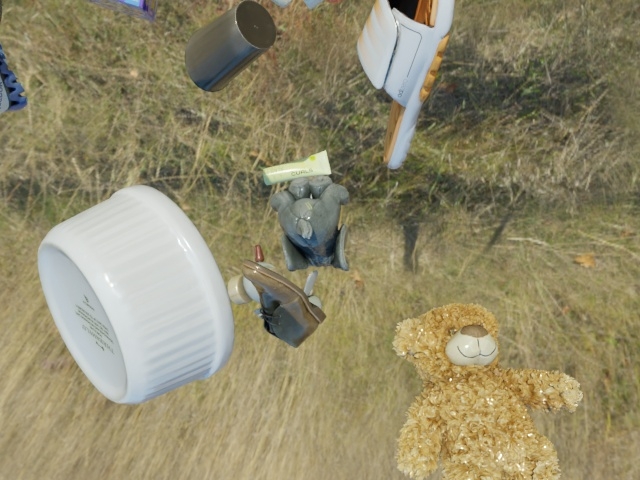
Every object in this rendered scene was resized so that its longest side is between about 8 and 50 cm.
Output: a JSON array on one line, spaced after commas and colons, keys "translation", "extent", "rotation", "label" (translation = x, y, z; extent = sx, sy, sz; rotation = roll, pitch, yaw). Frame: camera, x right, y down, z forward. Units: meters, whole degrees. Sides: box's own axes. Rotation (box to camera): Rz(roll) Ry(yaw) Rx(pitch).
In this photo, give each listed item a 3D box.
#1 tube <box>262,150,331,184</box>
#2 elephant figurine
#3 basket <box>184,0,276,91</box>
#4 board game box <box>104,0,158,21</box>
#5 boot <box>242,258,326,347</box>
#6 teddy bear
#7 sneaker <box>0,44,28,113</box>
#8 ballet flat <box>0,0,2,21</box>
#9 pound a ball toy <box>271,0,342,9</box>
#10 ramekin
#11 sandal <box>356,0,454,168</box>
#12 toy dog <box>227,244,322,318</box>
[{"translation": [-0.087, -0.257, 1.872], "extent": [0.240, 0.062, 0.070], "rotation": [-12, 117, 4], "label": "tube"}, {"translation": [0.000, 0.000, 1.072], "extent": [0.169, 0.186, 0.239], "rotation": [26, 142, 40], "label": "elephant figurine"}, {"translation": [-0.235, -0.524, 1.382], "extent": [0.154, 0.204, 0.227], "rotation": [30, 154, -34], "label": "basket"}, {"translation": [-0.484, -0.505, 0.952], "extent": [0.347, 0.233, 0.078], "rotation": [12, 103, -16], "label": "board game box"}, {"translation": [-0.093, 0.149, 1.160], "extent": [0.112, 0.115, 0.305], "rotation": [25, 163, 40], "label": "boot"}, {"translation": [0.210, 0.238, 0.657], "extent": [0.245, 0.338, 0.113], "rotation": [1, 161, 12], "label": "teddy bear"}, {"translation": [-0.815, -0.395, 1.169], "extent": [0.127, 0.182, 0.315], "rotation": [9, 136, 21], "label": "sneaker"}, {"translation": [-0.579, -0.301, 0.843], "extent": [0.084, 0.058, 0.250], "rotation": [31, 104, -2], "label": "ballet flat"}, {"translation": [0.051, -0.499, 0.888], "extent": [0.319, 0.208, 0.135], "rotation": [-31, 115, 13], "label": "pound a ball toy"}, {"translation": [-0.239, 0.076, 0.648], "extent": [0.273, 0.127, 0.273], "rotation": [23, 125, 37], "label": "ramekin"}, {"translation": [0.073, -0.177, 0.537], "extent": [0.076, 0.102, 0.265], "rotation": [6, 141, -3], "label": "sandal"}, {"translation": [-0.119, 0.119, 1.486], "extent": [0.220, 0.161, 0.333], "rotation": [-3, 160, 13], "label": "toy dog"}]
